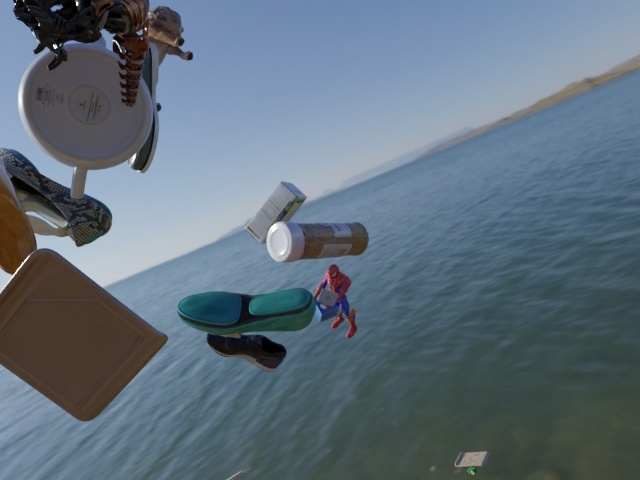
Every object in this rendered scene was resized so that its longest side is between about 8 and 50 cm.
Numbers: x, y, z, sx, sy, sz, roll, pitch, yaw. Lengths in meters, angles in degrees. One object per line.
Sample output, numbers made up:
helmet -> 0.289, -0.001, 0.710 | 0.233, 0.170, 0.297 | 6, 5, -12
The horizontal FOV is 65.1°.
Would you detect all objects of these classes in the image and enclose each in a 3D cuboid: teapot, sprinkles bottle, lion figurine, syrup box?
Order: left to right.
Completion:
teapot -> -0.465, -0.254, 1.005 | 0.256, 0.252, 0.187 | -40, 21, -17
lion figurine -> -0.603, -0.649, 1.787 | 0.392, 0.240, 0.142 | -54, -23, -5
syrup box -> -0.167, -0.102, 1.885 | 0.237, 0.096, 0.093 | -51, -16, 16
sprinkles bottle -> 0.000, 0.000, 1.579 | 0.121, 0.121, 0.355 | -18, -11, 42

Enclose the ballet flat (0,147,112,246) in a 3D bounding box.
ballet flat -> -0.844, -0.125, 1.478 | 0.182, 0.483, 0.164 | -48, -19, -41

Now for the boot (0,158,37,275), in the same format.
boot -> -0.722, -0.082, 1.103 | 0.104, 0.295, 0.211 | -20, -15, -24

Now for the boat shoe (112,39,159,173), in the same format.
boat shoe -> -0.450, -0.322, 1.193 | 0.099, 0.319, 0.116 | 2, -2, -43

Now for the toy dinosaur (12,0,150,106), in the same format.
toy dinosaur -> -0.333, -0.359, 0.755 | 0.218, 0.322, 0.164 | -29, 27, -27

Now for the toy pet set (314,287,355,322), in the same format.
toy pet set -> 0.016, 0.168, 1.155 | 0.114, 0.122, 0.065 | 101, -171, -58

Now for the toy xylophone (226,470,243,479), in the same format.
toy xylophone -> -0.208, 0.680, 1.141 | 0.322, 0.236, 0.081 | -16, -27, -28

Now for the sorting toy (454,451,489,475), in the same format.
sorting toy -> 0.312, 0.462, 1.039 | 0.062, 0.012, 0.083 | -14, 0, 31

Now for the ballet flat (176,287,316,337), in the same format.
ballet flat -> -0.128, 0.137, 0.888 | 0.247, 0.087, 0.083 | -5, 42, 6

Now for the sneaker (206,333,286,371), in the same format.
sneaker -> -0.253, 0.355, 1.756 | 0.124, 0.283, 0.107 | 125, 161, -44

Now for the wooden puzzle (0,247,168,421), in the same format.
wooden puzzle -> -0.396, 0.153, 0.794 | 0.221, 0.238, 0.044 | -46, 16, 14

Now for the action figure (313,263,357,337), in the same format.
action figure -> 0.030, 0.184, 1.372 | 0.091, 0.280, 0.139 | 27, 53, 32
